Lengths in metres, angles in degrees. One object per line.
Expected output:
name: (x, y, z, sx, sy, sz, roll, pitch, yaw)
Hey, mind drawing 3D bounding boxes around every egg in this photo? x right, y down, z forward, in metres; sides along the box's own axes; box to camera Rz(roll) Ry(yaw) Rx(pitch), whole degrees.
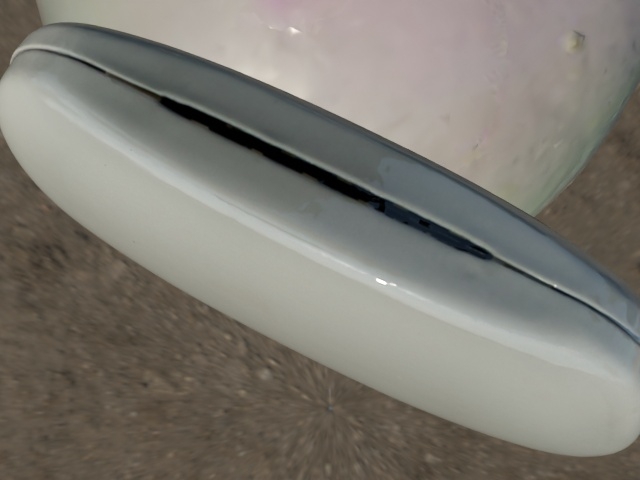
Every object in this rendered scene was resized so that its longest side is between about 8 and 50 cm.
egg: (0.056, -0.170, 0.999, 0.340, 0.354, 0.354, -33, 84, 25)

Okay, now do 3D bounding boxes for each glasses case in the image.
glasses case: (0.000, 0.000, 0.445, 0.197, 0.076, 0.049, 26, 67, 12)
